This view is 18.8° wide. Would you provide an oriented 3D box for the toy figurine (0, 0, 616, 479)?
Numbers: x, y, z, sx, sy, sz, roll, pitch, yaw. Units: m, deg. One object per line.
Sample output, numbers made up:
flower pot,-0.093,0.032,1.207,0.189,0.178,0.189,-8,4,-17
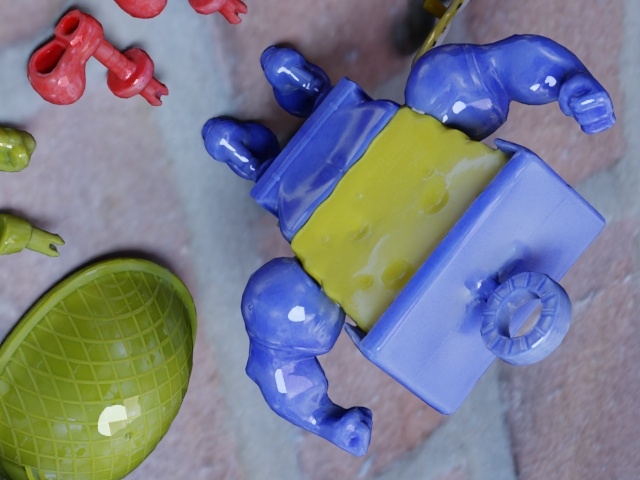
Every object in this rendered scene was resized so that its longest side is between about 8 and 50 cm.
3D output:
toy figurine,0.000,0.000,0.802,0.362,0.217,0.191,-50,141,-1
